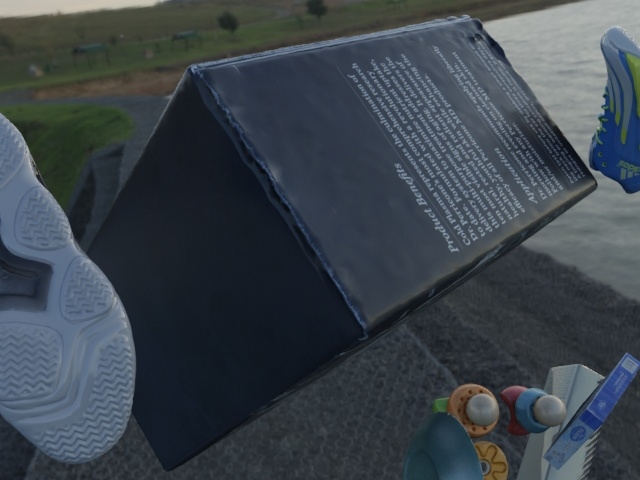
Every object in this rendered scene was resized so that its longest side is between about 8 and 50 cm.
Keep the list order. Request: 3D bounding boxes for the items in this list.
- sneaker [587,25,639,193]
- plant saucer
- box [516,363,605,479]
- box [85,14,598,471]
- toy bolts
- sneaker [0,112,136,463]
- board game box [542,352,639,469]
[{"bbox_3d":[0.395,-0.153,0.905,0.126,0.240,0.091,-28,21,26],"label":"sneaker"},{"bbox_3d":[0.146,0.321,0.897,0.037,0.195,0.195,2,13,-19],"label":"plant saucer"},{"bbox_3d":[0.515,0.406,1.460,0.094,0.275,0.113,28,-20,-9],"label":"box"},{"bbox_3d":[0.000,0.000,0.889,0.471,0.297,0.480,-23,-14,-41],"label":"box"},{"bbox_3d":[0.366,0.370,1.340,0.228,0.218,0.158,-12,-11,-16],"label":"toy bolts"},{"bbox_3d":[-0.224,0.035,0.530,0.101,0.269,0.153,-25,-1,-23],"label":"sneaker"},{"bbox_3d":[0.252,0.158,0.641,0.020,0.090,0.090,39,49,21],"label":"board game box"}]
